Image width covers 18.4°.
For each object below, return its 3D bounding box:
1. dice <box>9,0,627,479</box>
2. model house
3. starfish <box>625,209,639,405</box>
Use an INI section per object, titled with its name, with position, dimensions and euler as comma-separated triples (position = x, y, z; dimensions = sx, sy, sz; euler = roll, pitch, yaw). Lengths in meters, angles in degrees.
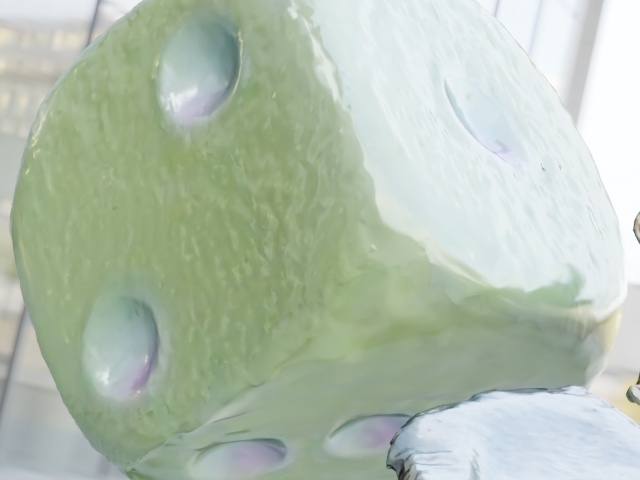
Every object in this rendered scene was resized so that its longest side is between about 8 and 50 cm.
[dice]
position = 0.000, 0.000, 1.092
dimensions = 0.250, 0.254, 0.252
euler = -38, -33, 29
[model house]
position = 0.066, 0.141, 0.684
dimensions = 0.165, 0.152, 0.106
euler = -4, 16, -43
[starfish]
position = 0.234, 0.046, 0.970
dimensions = 0.176, 0.053, 0.208
euler = 16, 27, -5
